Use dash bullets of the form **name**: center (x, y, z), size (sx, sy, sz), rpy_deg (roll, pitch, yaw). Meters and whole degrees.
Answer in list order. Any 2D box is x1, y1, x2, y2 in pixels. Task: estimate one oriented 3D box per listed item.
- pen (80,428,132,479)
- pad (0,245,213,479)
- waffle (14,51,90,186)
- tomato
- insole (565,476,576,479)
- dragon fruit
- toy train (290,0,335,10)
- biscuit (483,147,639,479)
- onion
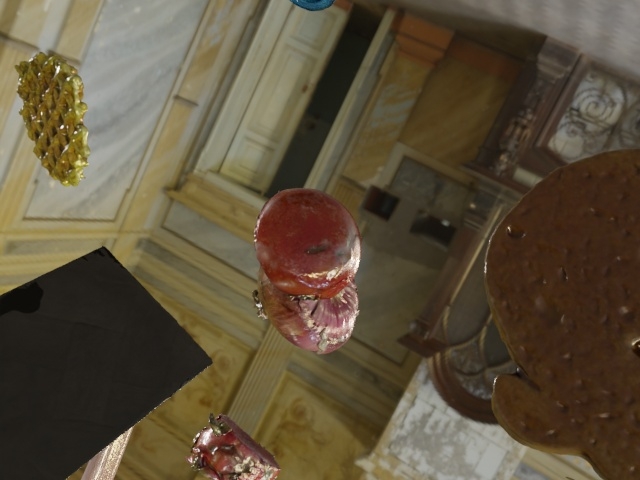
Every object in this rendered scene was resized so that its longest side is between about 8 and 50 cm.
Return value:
- **pen**: center (-0.338, 0.344, 1.089), size (0.032, 0.197, 0.053), rpy_deg (20, 175, 33)
- **pad**: center (-0.270, 0.128, 0.714), size (0.202, 0.005, 0.299), rpy_deg (45, -143, 6)
- **waffle**: center (-0.494, -0.224, 1.279), size (0.058, 0.238, 0.243), rpy_deg (-14, -148, -43)
- **tomato**: center (0.000, 0.000, 1.028), size (0.099, 0.173, 0.189), rpy_deg (-12, 160, 38)
- **insole**: center (0.545, 0.501, 1.387), size (0.135, 0.002, 0.045), rpy_deg (30, 164, -19)
- **dragon fruit**: center (-0.220, 0.511, 1.607), size (0.211, 0.147, 0.282), rpy_deg (34, 169, 42)
- **toy train**: center (-0.008, -0.530, 1.053), size (0.265, 0.188, 0.300), rpy_deg (36, 145, -22)
- **biscuit**: center (0.331, 0.097, 0.678), size (0.394, 0.350, 0.070), rpy_deg (65, -171, 24)
- **onion**: center (-0.038, 0.099, 1.219), size (0.230, 0.163, 0.230), rpy_deg (43, -153, -29)
